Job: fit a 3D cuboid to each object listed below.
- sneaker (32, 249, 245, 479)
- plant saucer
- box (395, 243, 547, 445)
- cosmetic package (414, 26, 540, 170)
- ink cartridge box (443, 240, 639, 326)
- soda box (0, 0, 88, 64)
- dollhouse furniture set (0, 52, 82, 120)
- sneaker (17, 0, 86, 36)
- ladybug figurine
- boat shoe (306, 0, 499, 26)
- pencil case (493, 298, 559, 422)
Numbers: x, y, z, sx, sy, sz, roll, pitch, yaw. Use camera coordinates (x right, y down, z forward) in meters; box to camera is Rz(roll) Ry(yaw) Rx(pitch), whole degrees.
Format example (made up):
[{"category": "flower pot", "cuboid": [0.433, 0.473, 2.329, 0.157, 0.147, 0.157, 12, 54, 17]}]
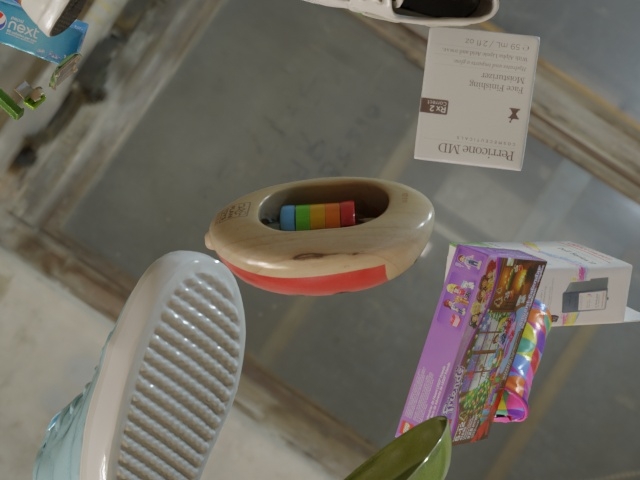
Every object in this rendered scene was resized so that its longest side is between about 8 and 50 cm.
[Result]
[{"category": "sneaker", "cuboid": [-0.178, 0.160, 0.960, 0.135, 0.150, 0.366, -4, 118, -52]}, {"category": "plant saucer", "cuboid": [0.039, 0.257, 1.092, 0.241, 0.037, 0.241, -41, 179, -1]}, {"category": "box", "cuboid": [0.222, 0.154, 1.686, 0.201, 0.057, 0.293, 5, 105, -55]}, {"category": "cosmetic package", "cuboid": [0.219, -0.198, 1.626, 0.151, 0.151, 0.183, -36, 132, -79]}, {"category": "ink cartridge box", "cuboid": [0.436, 0.077, 2.194, 0.207, 0.354, 0.119, 29, -63, 61]}, {"category": "soda box", "cuboid": [-0.508, -0.368, 1.978, 0.067, 0.210, 0.071, -98, -150, -66]}, {"category": "dollhouse furniture set", "cuboid": [-0.466, -0.268, 1.913, 0.151, 0.058, 0.076, -47, -176, -20]}, {"category": "sneaker", "cuboid": [-0.365, -0.438, 1.694, 0.290, 0.123, 0.106, -47, 178, 28]}, {"category": "ladybug figurine", "cuboid": [0.000, 0.000, 2.272, 0.305, 0.449, 0.162, -80, 165, -58]}, {"category": "boat shoe", "cuboid": [0.070, -0.284, 1.273, 0.088, 0.268, 0.096, -132, -122, -64]}, {"category": "pencil case", "cuboid": [0.312, 0.191, 1.879, 0.104, 0.104, 0.236, -60, 179, 43]}]
